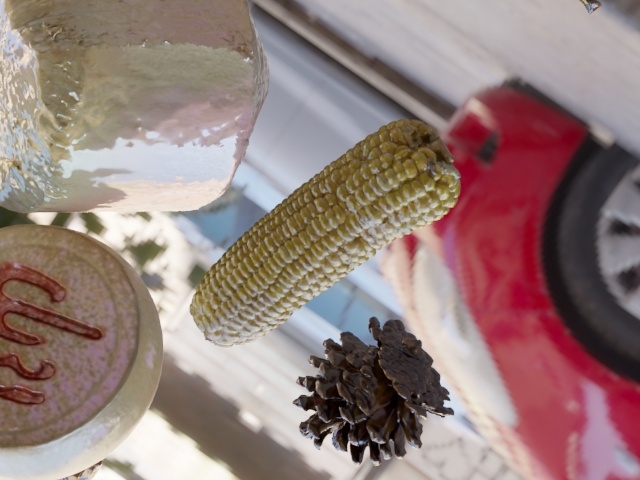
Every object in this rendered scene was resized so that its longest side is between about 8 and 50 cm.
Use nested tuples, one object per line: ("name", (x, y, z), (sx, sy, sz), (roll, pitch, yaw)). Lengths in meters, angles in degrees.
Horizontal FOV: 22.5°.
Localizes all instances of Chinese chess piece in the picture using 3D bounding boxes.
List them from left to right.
("Chinese chess piece", (-0.295, 0.115, 1.646), (0.270, 0.270, 0.112), (36, 162, 21))

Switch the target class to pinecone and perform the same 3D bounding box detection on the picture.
("pinecone", (0.063, 0.192, 1.981), (0.150, 0.195, 0.179), (80, 169, -45))

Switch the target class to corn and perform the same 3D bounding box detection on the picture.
("corn", (0.000, 0.000, 1.431), (0.101, 0.291, 0.101), (42, -158, -22))

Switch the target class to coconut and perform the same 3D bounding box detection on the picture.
("coconut", (-0.197, -0.173, 1.661), (0.309, 0.297, 0.297), (-8, -150, -33))

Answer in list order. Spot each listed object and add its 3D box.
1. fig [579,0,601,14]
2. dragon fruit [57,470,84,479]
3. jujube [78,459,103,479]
("fig", (0.204, -0.373, 1.896), (0.249, 0.203, 0.186), (35, -132, -28))
("dragon fruit", (-0.413, 0.343, 2.112), (0.218, 0.148, 0.224), (-7, 171, 2))
("jujube", (-0.431, 0.228, 2.465), (0.223, 0.223, 0.318), (30, -142, -54))
